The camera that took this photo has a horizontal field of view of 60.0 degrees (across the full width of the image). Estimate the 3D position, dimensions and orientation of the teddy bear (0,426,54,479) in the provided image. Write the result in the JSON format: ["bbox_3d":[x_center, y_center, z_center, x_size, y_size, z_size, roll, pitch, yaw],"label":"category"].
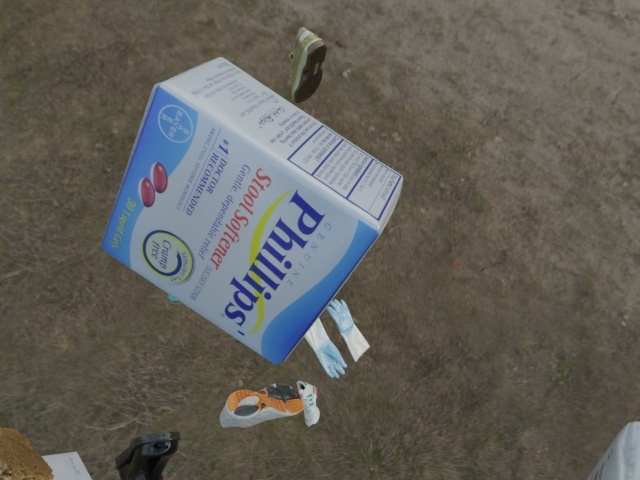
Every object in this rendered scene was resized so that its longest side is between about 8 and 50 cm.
[{"bbox_3d":[-0.429,0.256,0.560,0.245,0.338,0.113,36,80,10],"label":"teddy bear"}]

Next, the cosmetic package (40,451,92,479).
[{"bbox_3d":[-0.610,0.580,1.146,0.377,0.285,0.097,15,98,52],"label":"cosmetic package"}]

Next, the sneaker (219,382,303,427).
[{"bbox_3d":[-0.174,0.487,1.609,0.263,0.121,0.099,9,44,-36],"label":"sneaker"}]

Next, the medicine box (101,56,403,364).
[{"bbox_3d":[-0.090,-0.034,0.710,0.289,0.263,0.149,34,34,0],"label":"medicine box"}]

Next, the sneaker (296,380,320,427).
[{"bbox_3d":[-0.049,0.511,1.743,0.057,0.075,0.161,-44,27,23],"label":"sneaker"}]

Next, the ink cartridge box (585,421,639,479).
[{"bbox_3d":[0.280,0.324,0.293,0.385,0.308,0.091,28,28,23],"label":"ink cartridge box"}]

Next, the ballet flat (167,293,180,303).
[{"bbox_3d":[-0.360,0.126,1.650,0.072,0.068,0.213,37,63,21],"label":"ballet flat"}]

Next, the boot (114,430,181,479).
[{"bbox_3d":[-0.503,0.736,1.663,0.131,0.348,0.260,6,53,-37],"label":"boot"}]

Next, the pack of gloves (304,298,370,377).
[{"bbox_3d":[0.062,0.320,1.812,0.195,0.046,0.232,-39,108,-31],"label":"pack of gloves"}]

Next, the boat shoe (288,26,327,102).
[{"bbox_3d":[-0.035,-0.365,1.153,0.068,0.190,0.072,-33,78,-25],"label":"boat shoe"}]
